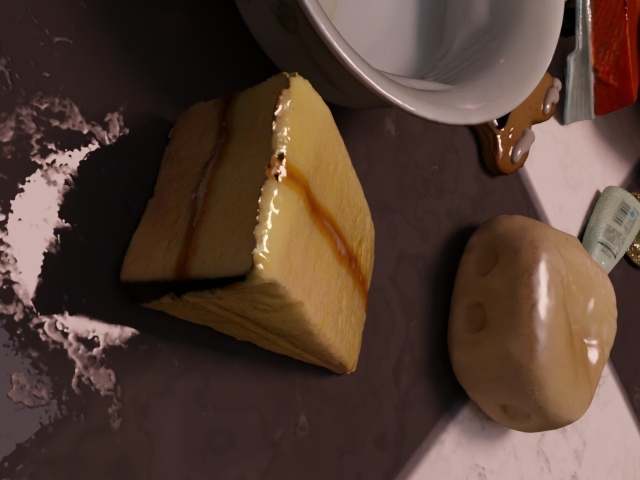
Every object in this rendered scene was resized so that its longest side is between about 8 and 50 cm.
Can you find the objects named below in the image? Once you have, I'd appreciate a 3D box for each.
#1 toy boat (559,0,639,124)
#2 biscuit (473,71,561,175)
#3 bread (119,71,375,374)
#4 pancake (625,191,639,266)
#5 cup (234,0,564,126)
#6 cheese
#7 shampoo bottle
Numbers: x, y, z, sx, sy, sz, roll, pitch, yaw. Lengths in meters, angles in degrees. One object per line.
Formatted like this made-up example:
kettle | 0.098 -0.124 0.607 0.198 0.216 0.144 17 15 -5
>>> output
toy boat | 0.321 -0.311 1.086 0.145 0.133 0.331 -27 113 -61
biscuit | 0.171 -0.218 0.980 0.301 0.049 0.196 49 52 -25
bread | 0.002 0.001 0.706 0.264 0.163 0.167 25 66 -38
pancake | 0.442 -0.015 1.212 0.108 0.017 0.108 8 78 -41
cup | 0.047 -0.257 0.782 0.347 0.163 0.347 6 80 -38
cheese | 0.235 0.085 0.939 0.218 0.117 0.235 -13 95 -45
shampoo bottle | 0.357 0.012 1.112 0.069 0.041 0.190 45 56 -11
